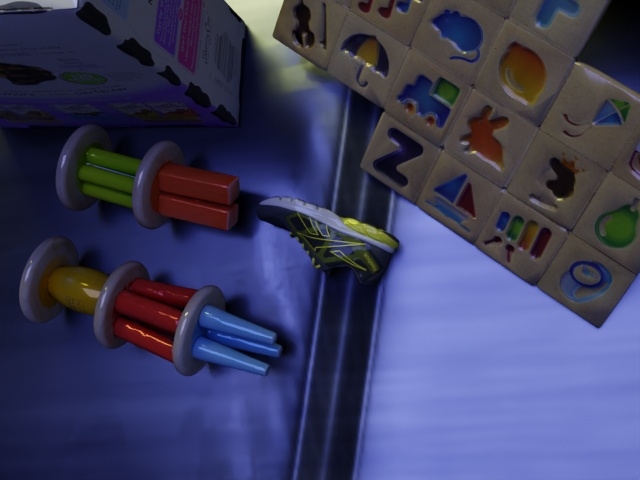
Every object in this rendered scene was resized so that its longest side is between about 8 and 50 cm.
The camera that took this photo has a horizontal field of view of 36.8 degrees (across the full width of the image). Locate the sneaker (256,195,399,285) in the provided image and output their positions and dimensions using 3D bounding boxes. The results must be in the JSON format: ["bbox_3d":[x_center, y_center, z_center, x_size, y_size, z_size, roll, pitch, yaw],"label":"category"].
[{"bbox_3d":[0.000,0.000,0.531,0.083,0.031,0.035,18,88,16],"label":"sneaker"}]

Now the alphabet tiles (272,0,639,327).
[{"bbox_3d":[0.084,-0.093,0.475,0.237,0.009,0.198,36,129,17],"label":"alphabet tiles"}]

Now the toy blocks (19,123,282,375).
[{"bbox_3d":[-0.082,0.008,0.540,0.148,0.054,0.123,16,87,16],"label":"toy blocks"}]

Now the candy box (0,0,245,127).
[{"bbox_3d":[-0.148,-0.114,0.501,0.165,0.196,0.070,2,83,15],"label":"candy box"}]
